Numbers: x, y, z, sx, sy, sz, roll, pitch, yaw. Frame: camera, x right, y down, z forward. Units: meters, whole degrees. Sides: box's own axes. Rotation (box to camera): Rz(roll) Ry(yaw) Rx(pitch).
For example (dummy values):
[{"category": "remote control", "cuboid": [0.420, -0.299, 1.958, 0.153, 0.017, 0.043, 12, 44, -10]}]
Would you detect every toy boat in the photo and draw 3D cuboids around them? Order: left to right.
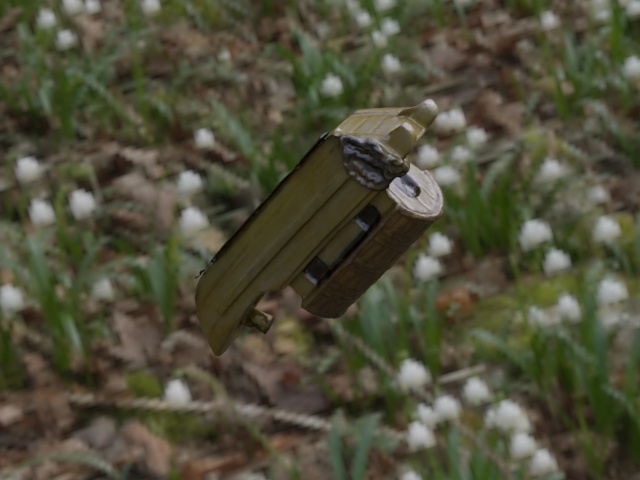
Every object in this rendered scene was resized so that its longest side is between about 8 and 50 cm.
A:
[{"category": "toy boat", "cuboid": [0.000, 0.000, 1.035, 0.226, 0.088, 0.068, -48, 1, 34]}]
